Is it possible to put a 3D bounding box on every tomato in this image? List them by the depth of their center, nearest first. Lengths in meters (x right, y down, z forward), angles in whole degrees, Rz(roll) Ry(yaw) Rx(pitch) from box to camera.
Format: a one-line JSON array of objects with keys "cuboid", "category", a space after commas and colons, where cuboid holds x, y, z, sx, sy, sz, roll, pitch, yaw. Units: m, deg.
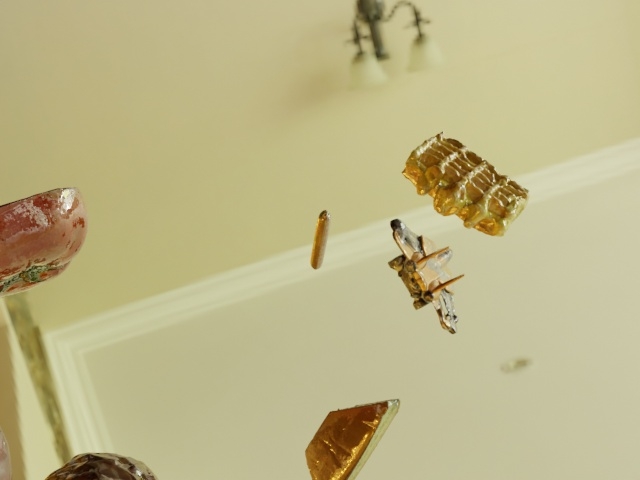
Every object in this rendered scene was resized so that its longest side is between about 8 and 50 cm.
[{"cuboid": [-0.379, 0.015, 1.422, 0.225, 0.085, 0.225, -23, 173, -3], "category": "tomato"}]

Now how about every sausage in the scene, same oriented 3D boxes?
[{"cuboid": [0.000, 0.000, 1.233, 0.015, 0.100, 0.015, 4, -128, -5], "category": "sausage"}]

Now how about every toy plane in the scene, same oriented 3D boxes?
[{"cuboid": [0.178, 0.046, 1.945, 0.103, 0.204, 0.316, -29, -179, 5], "category": "toy plane"}]

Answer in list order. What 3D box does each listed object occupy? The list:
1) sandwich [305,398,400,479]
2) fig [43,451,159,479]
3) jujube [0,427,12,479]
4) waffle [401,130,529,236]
[{"cuboid": [0.047, 0.364, 2.066, 0.096, 0.258, 0.094, 38, -162, 22], "category": "sandwich"}, {"cuboid": [-0.378, 0.463, 1.610, 0.368, 0.286, 0.286, -18, -163, -9], "category": "fig"}, {"cuboid": [-0.425, 0.224, 0.878, 0.377, 0.276, 0.276, -26, -166, 13], "category": "jujube"}, {"cuboid": [0.190, -0.068, 1.524, 0.160, 0.055, 0.211, 35, -161, 6], "category": "waffle"}]
